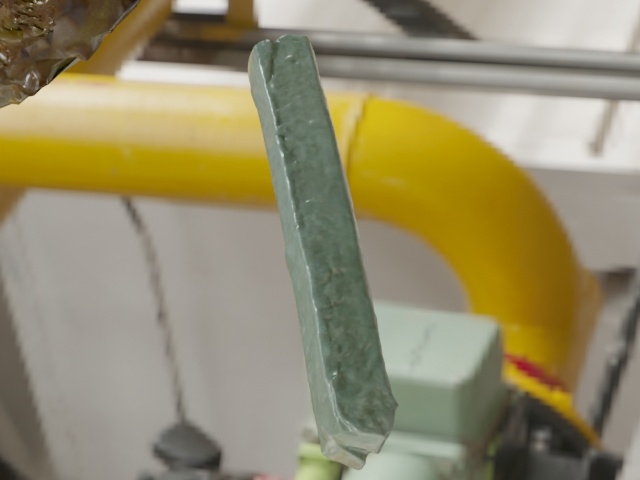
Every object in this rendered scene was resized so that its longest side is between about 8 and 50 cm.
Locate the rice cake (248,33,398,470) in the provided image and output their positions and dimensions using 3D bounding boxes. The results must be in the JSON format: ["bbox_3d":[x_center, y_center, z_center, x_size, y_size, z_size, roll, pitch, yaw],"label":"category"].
[{"bbox_3d":[0.000,0.000,0.998,0.045,0.042,0.245,108,154,-60],"label":"rice cake"}]

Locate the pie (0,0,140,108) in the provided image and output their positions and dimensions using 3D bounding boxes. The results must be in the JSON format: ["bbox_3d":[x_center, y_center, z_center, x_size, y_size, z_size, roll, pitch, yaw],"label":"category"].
[{"bbox_3d":[-0.207,-0.231,1.068,0.354,0.288,0.103,-49,6,23],"label":"pie"}]
